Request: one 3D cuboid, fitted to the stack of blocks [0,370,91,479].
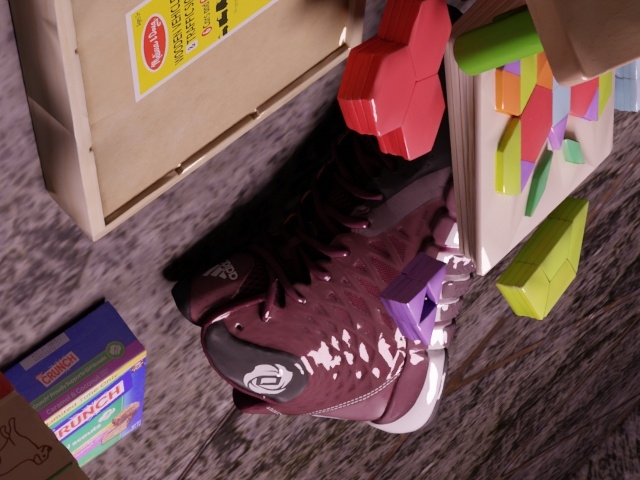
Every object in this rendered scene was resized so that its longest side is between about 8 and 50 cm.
[{"bbox_3d":[-0.245,0.160,0.818,0.297,0.171,0.087,-34,161,-24],"label":"stack of blocks"}]

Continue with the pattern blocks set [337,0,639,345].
[{"bbox_3d":[0.115,-0.082,1.043,0.325,0.026,0.285,-53,145,-36],"label":"pattern blocks set"}]

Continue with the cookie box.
[{"bbox_3d":[-0.144,0.094,1.107,0.092,0.040,0.107,-35,161,-21],"label":"cookie box"}]

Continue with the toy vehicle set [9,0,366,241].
[{"bbox_3d":[-0.048,-0.112,0.823,0.166,0.035,0.267,-37,163,-17],"label":"toy vehicle set"}]

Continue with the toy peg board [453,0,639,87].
[{"bbox_3d":[0.109,-0.157,0.921,0.079,0.160,0.161,-18,-175,44],"label":"toy peg board"}]

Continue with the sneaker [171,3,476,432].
[{"bbox_3d":[0.000,0.000,1.113,0.163,0.106,0.281,-2,124,-14],"label":"sneaker"}]
